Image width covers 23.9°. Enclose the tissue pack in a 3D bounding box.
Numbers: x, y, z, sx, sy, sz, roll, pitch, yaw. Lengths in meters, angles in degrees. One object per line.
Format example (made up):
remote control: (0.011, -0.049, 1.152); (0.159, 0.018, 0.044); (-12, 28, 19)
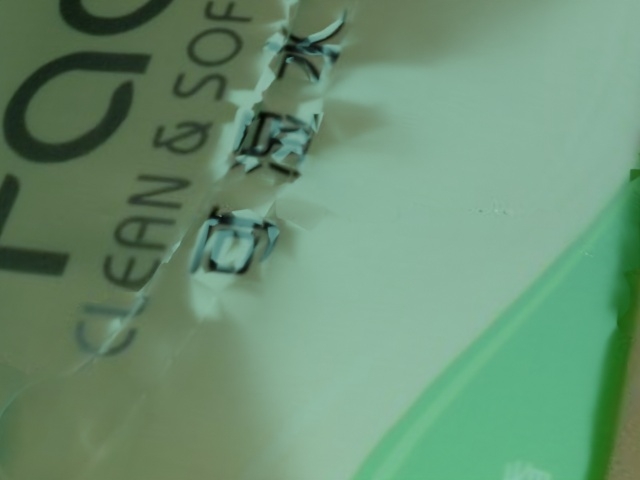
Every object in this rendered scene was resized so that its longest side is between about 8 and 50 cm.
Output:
tissue pack: (0.000, 0.000, 0.543); (0.331, 0.205, 0.405); (5, 58, 21)
